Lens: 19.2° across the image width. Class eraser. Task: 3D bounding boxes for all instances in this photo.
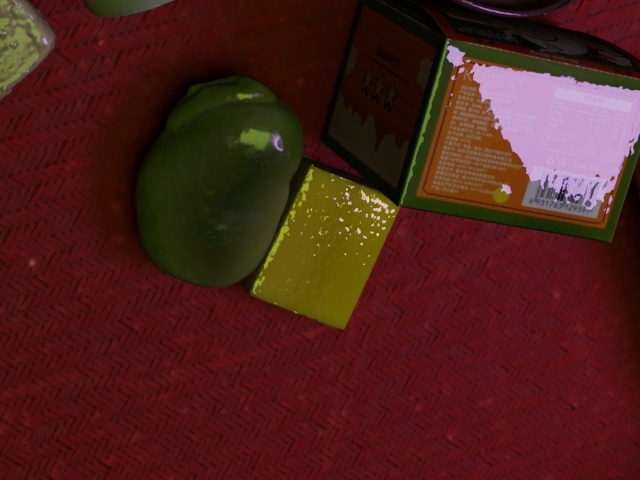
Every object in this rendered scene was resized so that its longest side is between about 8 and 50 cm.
[{"bbox_3d":[0.000,0.000,1.575,0.097,0.045,0.122,22,100,-25],"label":"eraser"}]

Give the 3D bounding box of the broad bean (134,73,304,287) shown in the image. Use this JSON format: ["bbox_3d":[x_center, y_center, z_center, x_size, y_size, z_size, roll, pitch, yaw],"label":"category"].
[{"bbox_3d":[-0.080,-0.047,1.506,0.124,0.082,0.174,23,101,-17],"label":"broad bean"}]

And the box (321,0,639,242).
[{"bbox_3d":[0.133,-0.105,1.512,0.195,0.177,0.148,9,107,-23],"label":"box"}]

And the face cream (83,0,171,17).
[{"bbox_3d":[-0.127,-0.269,1.354,0.177,0.177,0.153,-32,115,-7],"label":"face cream"}]

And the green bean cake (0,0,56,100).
[{"bbox_3d":[-0.293,-0.134,1.394,0.179,0.085,0.109,-43,119,0],"label":"green bean cake"}]

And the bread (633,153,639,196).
[{"bbox_3d":[0.419,0.035,1.679,0.236,0.165,0.375,-26,116,-15],"label":"bread"}]

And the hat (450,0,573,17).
[{"bbox_3d":[0.141,-0.269,1.467,0.205,0.089,0.205,8,73,-26],"label":"hat"}]
